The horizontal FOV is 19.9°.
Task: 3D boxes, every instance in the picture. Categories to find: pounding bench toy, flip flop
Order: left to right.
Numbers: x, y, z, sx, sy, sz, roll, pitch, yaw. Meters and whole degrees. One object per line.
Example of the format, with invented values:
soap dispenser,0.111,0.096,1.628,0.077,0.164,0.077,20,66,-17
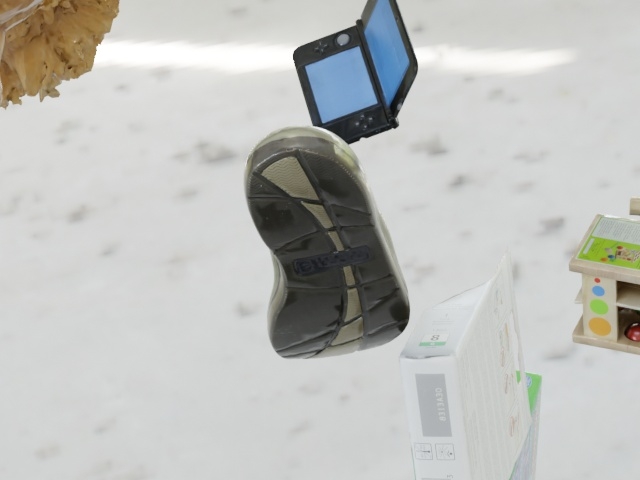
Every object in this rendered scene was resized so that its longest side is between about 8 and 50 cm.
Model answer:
flip flop,0.000,0.000,1.357,0.112,0.277,0.080,-11,51,4
pounding bench toy,0.185,0.020,1.078,0.052,0.065,0.083,11,40,24

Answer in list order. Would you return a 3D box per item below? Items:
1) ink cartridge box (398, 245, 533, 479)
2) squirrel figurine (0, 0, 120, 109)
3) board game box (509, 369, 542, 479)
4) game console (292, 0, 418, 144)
ink cartridge box,0.124,0.127,1.520,0.056,0.181,0.225,-2,22,17
squirrel figurine,-0.216,-0.219,0.904,0.370,0.281,0.397,31,2,28
board game box,0.206,0.335,2.112,0.046,0.317,0.213,10,41,14
game console,0.029,-0.156,1.585,0.107,0.071,0.122,-20,54,6
